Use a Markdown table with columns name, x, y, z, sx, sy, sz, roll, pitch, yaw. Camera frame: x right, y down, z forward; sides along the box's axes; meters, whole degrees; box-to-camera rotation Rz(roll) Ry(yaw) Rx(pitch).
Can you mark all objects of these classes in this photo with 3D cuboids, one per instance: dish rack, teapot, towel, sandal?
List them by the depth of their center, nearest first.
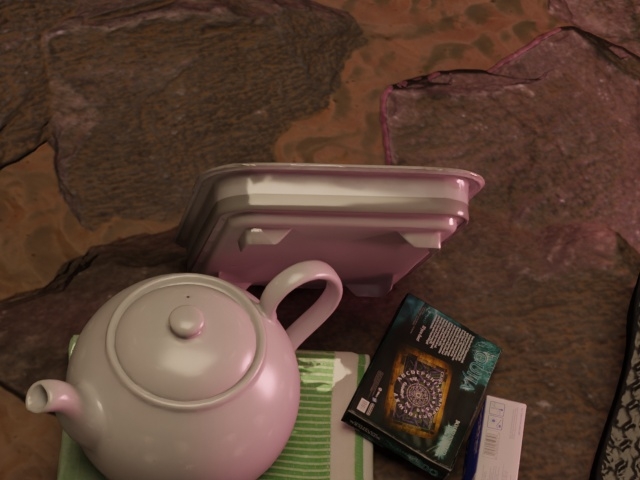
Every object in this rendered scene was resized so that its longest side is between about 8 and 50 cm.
| name | x | y | z | sx | sy | sz | roll | pitch | yaw |
| --- | --- | --- | --- | --- | --- | --- | --- | --- | --- |
| teapot | -0.128 | 0.121 | 1.488 | 0.252 | 0.187 | 0.256 | 15 | 53 | 2 |
| towel | -0.105 | 0.210 | 1.563 | 0.325 | 0.038 | 0.248 | 4 | 54 | -7 |
| dish rack | 0.000 | 0.000 | 1.575 | 0.285 | 0.333 | 0.072 | 0 | 77 | -12 |
| sandal | 0.399 | 0.139 | 1.672 | 0.167 | 0.107 | 0.446 | 25 | 66 | 8 |

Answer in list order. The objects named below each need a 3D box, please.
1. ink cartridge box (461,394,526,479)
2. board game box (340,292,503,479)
| name | x | y | z | sx | sy | sz | roll | pitch | yaw |
| --- | --- | --- | --- | --- | --- | --- | --- | --- | --- |
| ink cartridge box | 0.165 | 0.270 | 1.524 | 0.046 | 0.097 | 0.207 | 13 | 52 | 1 |
| board game box | 0.112 | 0.154 | 1.621 | 0.126 | 0.026 | 0.186 | 31 | 48 | 0 |
